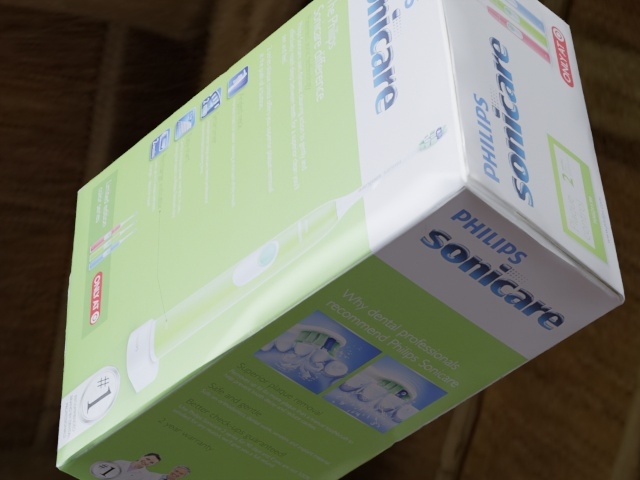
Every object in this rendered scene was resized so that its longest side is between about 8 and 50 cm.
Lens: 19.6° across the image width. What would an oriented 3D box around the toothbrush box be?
[{"bbox_3d":[0.000,0.000,0.969,0.122,0.206,0.283,33,-55,-31],"label":"toothbrush box"}]
